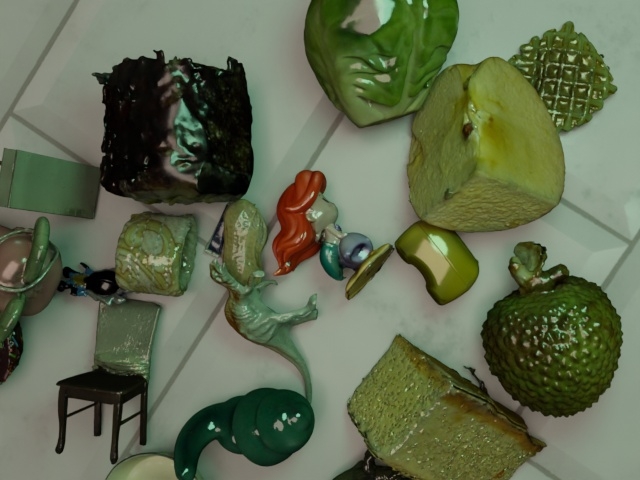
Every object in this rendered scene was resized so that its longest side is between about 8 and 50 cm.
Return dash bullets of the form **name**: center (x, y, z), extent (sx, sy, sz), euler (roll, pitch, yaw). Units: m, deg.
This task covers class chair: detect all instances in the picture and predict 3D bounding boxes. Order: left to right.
- **chair**: center (-0.454, 0.293, 1.625), extent (0.160, 0.186, 0.319), euler (6, 92, 14)

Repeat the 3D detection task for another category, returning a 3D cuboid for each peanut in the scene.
- **peanut**: center (-0.166, 0.017, 1.634), extent (0.090, 0.099, 0.214), euler (5, 92, 45)

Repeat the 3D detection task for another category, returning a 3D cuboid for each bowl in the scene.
- **bowl**: center (-0.346, 0.563, 1.633), extent (0.238, 0.126, 0.237), euler (0, 90, 8)

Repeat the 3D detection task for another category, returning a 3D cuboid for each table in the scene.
- **table**: center (-0.607, -0.123, 1.627), extent (0.111, 0.240, 0.121), euler (10, 90, 27)

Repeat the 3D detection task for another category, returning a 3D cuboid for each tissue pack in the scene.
- **tissue pack**: center (0.248, 0.036, 1.560), extent (0.127, 0.123, 0.178), euler (-38, 84, 2)

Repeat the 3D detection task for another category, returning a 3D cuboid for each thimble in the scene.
- **thimble**: center (-0.354, 0.024, 1.635), extent (0.143, 0.137, 0.190), euler (8, 79, 7)

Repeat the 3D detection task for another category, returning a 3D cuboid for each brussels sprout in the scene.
- **brussels sprout**: center (0.115, -0.402, 1.509), extent (0.289, 0.281, 0.354), euler (-11, 107, -16)

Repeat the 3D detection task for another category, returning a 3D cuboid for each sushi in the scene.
- **sushi**: center (-0.300, -0.219, 1.553), extent (0.299, 0.281, 0.294), euler (-3, 90, 19)

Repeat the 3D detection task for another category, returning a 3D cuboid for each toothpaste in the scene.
- **toothpaste**: center (-0.217, -0.032, 1.674), extent (0.037, 0.021, 0.140), euler (24, 94, 6)

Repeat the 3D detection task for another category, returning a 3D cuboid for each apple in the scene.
- **apple**: center (0.317, -0.193, 1.495), extent (0.314, 0.252, 0.309), euler (-8, 55, 15)

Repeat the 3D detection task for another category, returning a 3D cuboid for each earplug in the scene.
- **earplug**: center (-0.148, 0.391, 1.565), extent (0.280, 0.257, 0.164), euler (-26, 67, 36)

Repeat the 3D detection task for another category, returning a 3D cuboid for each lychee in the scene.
- **lychee**: center (0.453, 0.186, 1.470), extent (0.270, 0.270, 0.320), euler (4, 124, 8)

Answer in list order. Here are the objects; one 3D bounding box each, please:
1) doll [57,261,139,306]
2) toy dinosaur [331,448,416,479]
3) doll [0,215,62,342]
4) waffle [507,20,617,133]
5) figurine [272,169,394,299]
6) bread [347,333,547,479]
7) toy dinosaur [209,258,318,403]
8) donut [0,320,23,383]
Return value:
- **doll**: center (-0.493, 0.099, 1.685), extent (0.195, 0.070, 0.096), euler (7, 63, 11)
- **toy dinosaur**: center (0.112, 0.533, 1.594), extent (0.187, 0.087, 0.179), euler (23, 91, 8)
- **doll**: center (-0.665, 0.064, 1.605), extent (0.216, 0.268, 0.284), euler (22, 97, -31)
- **waffle**: center (0.495, -0.332, 1.564), extent (0.208, 0.054, 0.214), euler (-35, 81, 10)
- **figurine**: center (0.001, -0.004, 1.573), extent (0.257, 0.181, 0.208), euler (41, 124, 13)
- **bread**: center (0.254, 0.373, 1.589), extent (0.315, 0.279, 0.248), euler (34, 96, -36)
- **toy dinosaur**: center (-0.088, 0.183, 1.602), extent (0.205, 0.092, 0.393), euler (-15, 117, 6)
- **donut**: center (-0.784, 0.236, 1.713), extent (0.235, 0.089, 0.235), euler (0, 89, 7)
